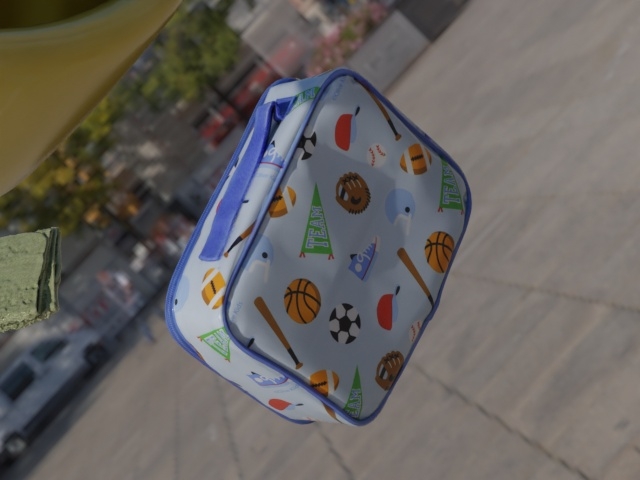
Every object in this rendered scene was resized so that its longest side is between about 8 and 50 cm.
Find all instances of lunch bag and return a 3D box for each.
[{"bbox_3d":[0.000,0.000,1.320,0.115,0.243,0.303,-5,55,50],"label":"lunch bag"}]

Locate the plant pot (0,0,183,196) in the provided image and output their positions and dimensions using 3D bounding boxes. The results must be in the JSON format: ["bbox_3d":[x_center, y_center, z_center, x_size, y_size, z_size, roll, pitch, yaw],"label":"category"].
[{"bbox_3d":[-0.199,-0.081,0.424,0.239,0.254,0.254,-41,8,35],"label":"plant pot"}]

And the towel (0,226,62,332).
[{"bbox_3d":[-0.295,0.043,1.273,0.148,0.027,0.110,-13,44,9],"label":"towel"}]
